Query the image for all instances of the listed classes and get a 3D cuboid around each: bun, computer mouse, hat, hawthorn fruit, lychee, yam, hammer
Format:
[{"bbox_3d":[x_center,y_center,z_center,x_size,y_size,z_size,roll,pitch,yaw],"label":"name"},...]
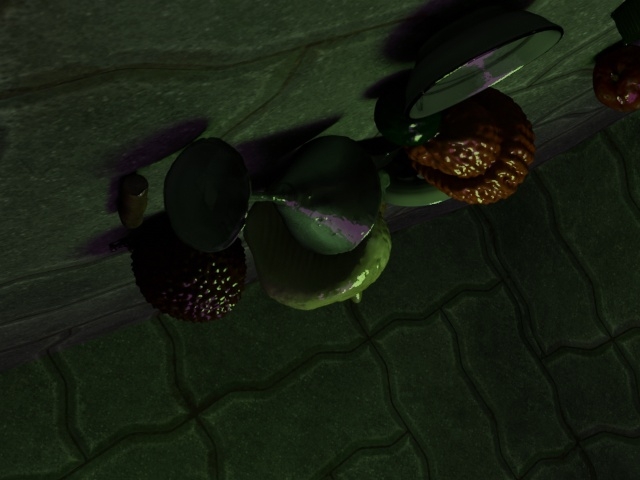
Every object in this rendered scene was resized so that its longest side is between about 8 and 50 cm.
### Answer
[{"bbox_3d":[0.000,0.000,1.872,0.353,0.348,0.227,-2,162,21],"label":"bun"},{"bbox_3d":[0.117,-0.204,1.993,0.217,0.073,0.122,-20,175,-43],"label":"computer mouse"},{"bbox_3d":[0.292,-0.244,1.683,0.285,0.285,0.400,-26,159,19],"label":"hat"},{"bbox_3d":[0.807,-0.431,2.104,0.179,0.179,0.200,-28,174,34],"label":"hawthorn fruit"},{"bbox_3d":[-0.310,0.066,1.894,0.276,0.304,0.275,-18,132,-21],"label":"lychee"},{"bbox_3d":[-0.364,-0.073,1.540,0.057,0.056,0.241,-21,171,-20],"label":"yam"},{"bbox_3d":[-0.468,0.019,1.982,0.078,0.021,0.201,-23,173,-4],"label":"hammer"}]

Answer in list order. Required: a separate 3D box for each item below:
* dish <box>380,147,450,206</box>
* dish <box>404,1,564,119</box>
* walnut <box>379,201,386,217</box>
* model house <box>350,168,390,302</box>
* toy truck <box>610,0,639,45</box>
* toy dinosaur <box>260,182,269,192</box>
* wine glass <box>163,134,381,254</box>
[{"bbox_3d":[0.269,-0.214,2.144,0.273,0.133,0.273,-10,-148,6],"label":"dish"},{"bbox_3d":[0.267,-0.334,1.407,0.317,0.106,0.316,-25,174,-3],"label":"dish"},{"bbox_3d":[0.129,-0.114,2.446,0.167,0.149,0.166,-29,143,-25],"label":"walnut"},{"bbox_3d":[0.073,0.001,2.105,0.267,0.324,0.194,-10,-170,35],"label":"model house"},{"bbox_3d":[0.735,-0.511,1.647,0.121,0.088,0.259,-21,174,-15],"label":"toy truck"},{"bbox_3d":[-0.127,-0.116,1.994,0.058,0.037,0.180,-33,176,12],"label":"toy dinosaur"},{"bbox_3d":[-0.091,-0.085,1.552,0.267,0.267,0.406,-28,168,33],"label":"wine glass"}]
